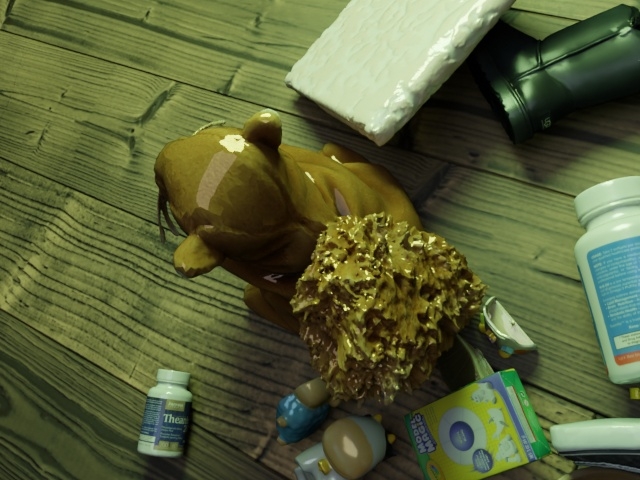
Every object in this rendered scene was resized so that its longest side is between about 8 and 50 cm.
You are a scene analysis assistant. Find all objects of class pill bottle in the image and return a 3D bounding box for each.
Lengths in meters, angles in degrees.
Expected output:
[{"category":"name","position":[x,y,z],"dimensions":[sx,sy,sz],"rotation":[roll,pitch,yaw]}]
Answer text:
[{"category":"pill bottle","position":[0.366,0.044,0.764],"dimensions":[0.124,0.124,0.222],"rotation":[-14,70,18]},{"category":"pill bottle","position":[-0.224,0.252,0.976],"dimensions":[0.067,0.067,0.120],"rotation":[2,75,23]}]

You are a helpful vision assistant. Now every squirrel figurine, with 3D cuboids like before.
[{"category":"squirrel figurine","position":[0.000,0.000,0.783],"dimensions":[0.397,0.370,0.281],"rotation":[35,89,30]}]

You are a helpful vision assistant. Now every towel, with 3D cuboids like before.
[{"category":"towel","position":[0.119,-0.302,0.941],"dimensions":[0.332,0.053,0.317],"rotation":[-49,34,1]}]

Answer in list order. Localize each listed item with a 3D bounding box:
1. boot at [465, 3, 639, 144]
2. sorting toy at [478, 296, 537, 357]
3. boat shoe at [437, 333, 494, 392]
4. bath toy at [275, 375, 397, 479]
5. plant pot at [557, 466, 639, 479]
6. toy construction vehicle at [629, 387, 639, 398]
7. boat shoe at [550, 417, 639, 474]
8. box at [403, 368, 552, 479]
[{"category":"boot","position":[0.313,-0.261,0.900],"dimensions":[0.207,0.094,0.247],"rotation":[-23,58,7]},{"category":"sorting toy","position":[0.224,0.109,0.830],"dimensions":[0.045,0.075,0.083],"rotation":[-40,63,7]},{"category":"boat shoe","position":[0.201,0.181,0.840],"dimensions":[0.056,0.048,0.153],"rotation":[-54,52,29]},{"category":"bath toy","position":[0.075,0.327,0.802],"dimensions":[0.129,0.151,0.348],"rotation":[-23,64,-20]},{"category":"plant pot","position":[0.315,0.359,0.668],"dimensions":[0.237,0.237,0.110],"rotation":[33,128,27]},{"category":"toy construction vehicle","position":[0.407,0.205,0.753],"dimensions":[0.098,0.035,0.086],"rotation":[-7,78,18]},{"category":"boat shoe","position":[0.394,0.239,0.680],"dimensions":[0.301,0.108,0.102],"rotation":[1,79,12]},{"category":"box","position":[0.173,0.235,0.799],"dimensions":[0.179,0.043,0.105],"rotation":[-39,61,39]}]
